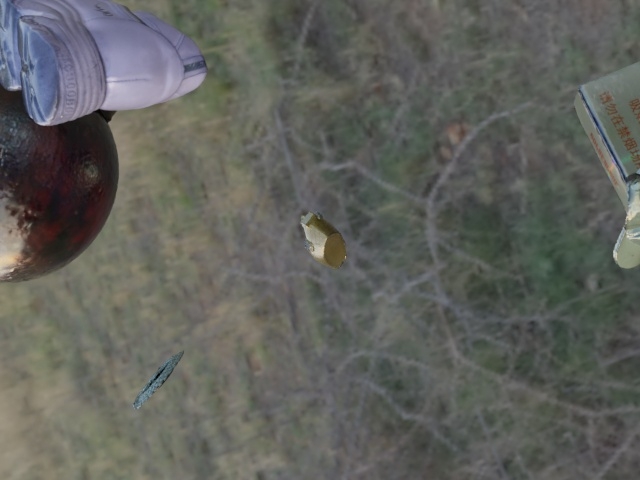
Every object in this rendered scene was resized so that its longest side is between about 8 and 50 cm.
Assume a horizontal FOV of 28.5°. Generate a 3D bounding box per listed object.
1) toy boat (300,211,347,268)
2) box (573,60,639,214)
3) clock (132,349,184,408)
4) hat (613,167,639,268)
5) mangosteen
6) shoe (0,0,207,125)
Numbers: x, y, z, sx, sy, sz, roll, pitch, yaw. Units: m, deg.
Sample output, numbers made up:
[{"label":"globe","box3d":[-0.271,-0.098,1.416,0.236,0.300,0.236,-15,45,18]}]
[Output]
[{"label":"toy boat","box3d":[0.000,0.000,1.657,0.049,0.047,0.149,36,171,18]},{"label":"box","box3d":[0.513,-0.163,1.646,0.084,0.310,0.198,72,175,-74]},{"label":"clock","box3d":[-0.165,0.142,1.294,0.010,0.074,0.083,41,152,-8]},{"label":"hat","box3d":[0.387,-0.024,1.463,0.081,0.122,0.166,31,143,20]},{"label":"mangosteen","box3d":[-0.381,-0.123,1.534,0.306,0.306,0.359,26,90,60]},{"label":"shoe","box3d":[-0.189,-0.160,1.028,0.245,0.138,0.095,-139,49,-57]}]
